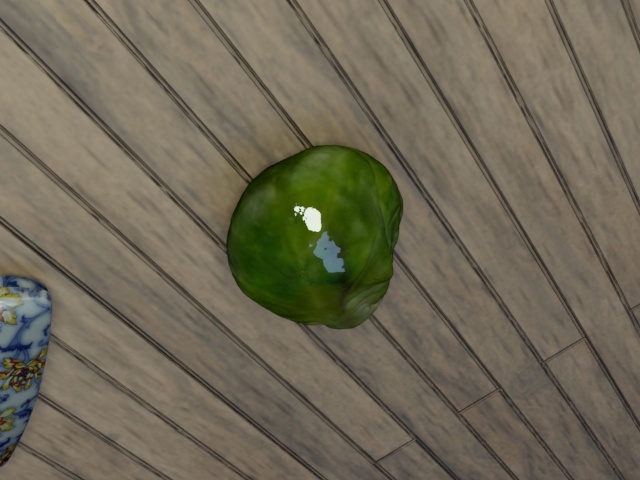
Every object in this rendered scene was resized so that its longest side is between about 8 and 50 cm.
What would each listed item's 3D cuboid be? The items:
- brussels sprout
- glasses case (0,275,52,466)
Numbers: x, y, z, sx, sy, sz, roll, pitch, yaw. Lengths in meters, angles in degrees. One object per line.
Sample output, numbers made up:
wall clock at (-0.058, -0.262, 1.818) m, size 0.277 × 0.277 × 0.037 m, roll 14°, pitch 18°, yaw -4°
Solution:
brussels sprout at (-0.005, -0.001, 1.015) m, size 0.161 × 0.144 × 0.180 m, roll -43°, pitch 136°, yaw -34°
glasses case at (-0.310, 0.131, 1.051) m, size 0.087 × 0.065 × 0.248 m, roll 5°, pitch 130°, yaw -28°
